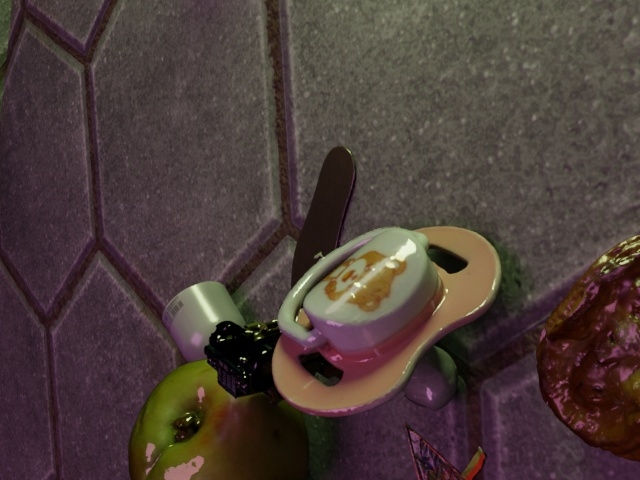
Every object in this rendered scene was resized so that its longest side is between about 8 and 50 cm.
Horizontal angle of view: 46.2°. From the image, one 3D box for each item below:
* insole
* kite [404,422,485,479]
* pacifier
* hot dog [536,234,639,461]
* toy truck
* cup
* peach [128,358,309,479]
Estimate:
[{"bbox_3d":[0.000,0.000,1.241,0.111,0.007,0.327,34,118,41],"label":"insole"},{"bbox_3d":[0.184,0.357,1.060,0.241,0.014,0.183,45,125,38],"label":"kite"},{"bbox_3d":[0.091,0.109,0.971,0.273,0.332,0.220,49,165,3],"label":"pacifier"},{"bbox_3d":[0.331,0.111,0.785,0.175,0.114,0.259,44,125,36],"label":"hot dog"},{"bbox_3d":[-0.040,0.168,1.114,0.127,0.257,0.127,27,118,44],"label":"toy truck"},{"bbox_3d":[-0.212,0.187,1.411,0.142,0.134,0.173,53,129,29],"label":"cup"},{"bbox_3d":[-0.168,0.344,1.241,0.314,0.315,0.281,-40,62,5],"label":"peach"}]
